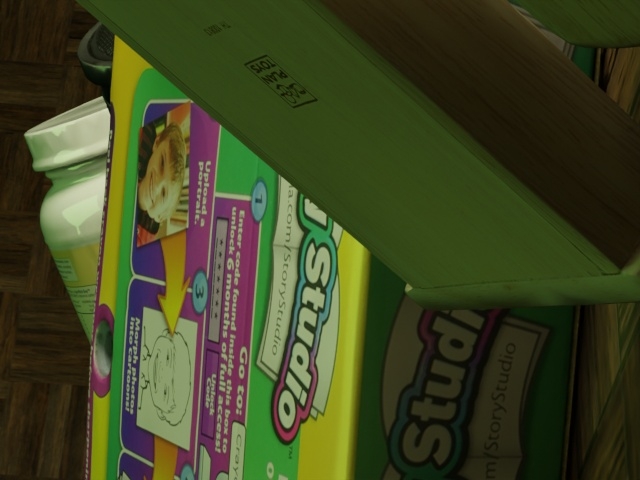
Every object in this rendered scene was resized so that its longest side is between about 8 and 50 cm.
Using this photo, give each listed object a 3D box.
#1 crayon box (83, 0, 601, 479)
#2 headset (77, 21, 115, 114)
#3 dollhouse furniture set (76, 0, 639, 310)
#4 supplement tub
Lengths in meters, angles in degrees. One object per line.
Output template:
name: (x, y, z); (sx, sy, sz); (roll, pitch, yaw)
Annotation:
crayon box: (-0.010, 0.065, 0.791); (0.313, 0.106, 0.363); (-170, 84, -64)
headset: (-0.100, -0.089, 1.246); (0.243, 0.185, 0.394); (59, -156, -53)
dollhouse furniture set: (0.089, -0.163, 0.471); (0.303, 0.198, 0.286); (-55, 17, -16)
supplement tub: (-0.093, 0.025, 1.484); (0.241, 0.241, 0.331); (-94, -18, -79)
